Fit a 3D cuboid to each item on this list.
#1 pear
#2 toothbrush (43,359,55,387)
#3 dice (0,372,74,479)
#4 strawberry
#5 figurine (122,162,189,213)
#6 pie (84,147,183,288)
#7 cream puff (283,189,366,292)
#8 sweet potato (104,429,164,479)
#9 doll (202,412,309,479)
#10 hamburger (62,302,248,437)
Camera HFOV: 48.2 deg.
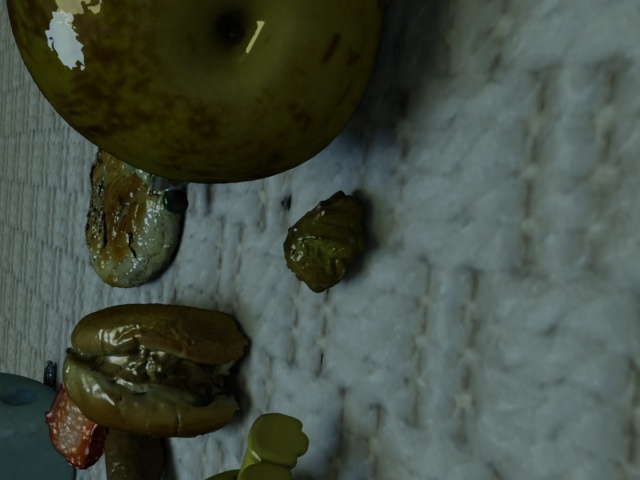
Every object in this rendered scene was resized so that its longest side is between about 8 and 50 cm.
[{"bbox_3d":[-0.085,-0.175,0.536,0.281,0.281,0.280,-6,83,57],"label":"pear"},{"bbox_3d":[-0.560,0.401,1.451,0.031,0.023,0.321,18,103,59],"label":"toothbrush"},{"bbox_3d":[-0.620,0.409,1.301,0.265,0.263,0.268,26,107,47],"label":"dice"},{"bbox_3d":[-0.347,0.261,1.094,0.121,0.082,0.188,42,115,27],"label":"strawberry"},{"bbox_3d":[-0.159,-0.101,0.802,0.197,0.094,0.147,18,113,55],"label":"figurine"},{"bbox_3d":[-0.260,-0.059,0.993,0.274,0.055,0.274,-10,78,51],"label":"pie"},{"bbox_3d":[0.000,0.000,0.580,0.083,0.058,0.083,-15,74,58],"label":"cream puff"},{"bbox_3d":[-0.244,0.260,0.935,0.269,0.075,0.074,-115,41,-52],"label":"sweet potato"},{"bbox_3d":[-0.093,0.316,0.616,0.199,0.145,0.363,-73,2,-62],"label":"doll"},{"bbox_3d":[-0.209,0.143,0.807,0.283,0.157,0.144,-3,86,55],"label":"hamburger"}]
